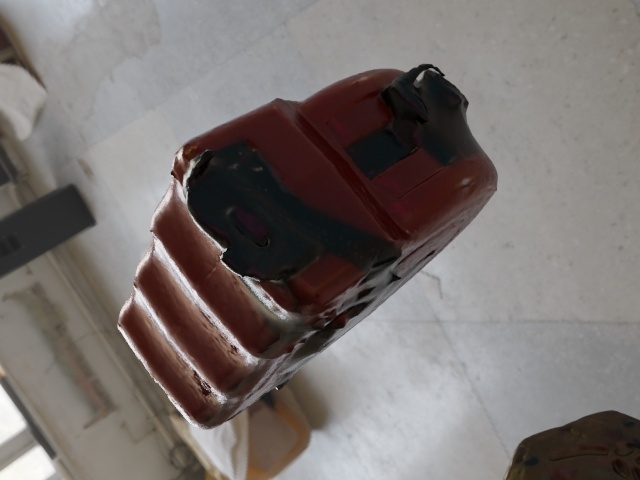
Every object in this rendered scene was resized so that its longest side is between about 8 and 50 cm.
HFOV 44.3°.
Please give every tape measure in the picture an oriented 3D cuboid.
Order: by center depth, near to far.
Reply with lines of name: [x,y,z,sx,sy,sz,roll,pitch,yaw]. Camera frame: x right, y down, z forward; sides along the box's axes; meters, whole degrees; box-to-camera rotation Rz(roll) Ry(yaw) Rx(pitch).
tape measure: [0.000,0.001,0.504,0.114,0.260,0.253,51,144,11]

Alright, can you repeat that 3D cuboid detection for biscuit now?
biscuit: [0.373,0.372,0.941,0.359,0.359,0.046,39,151,24]
